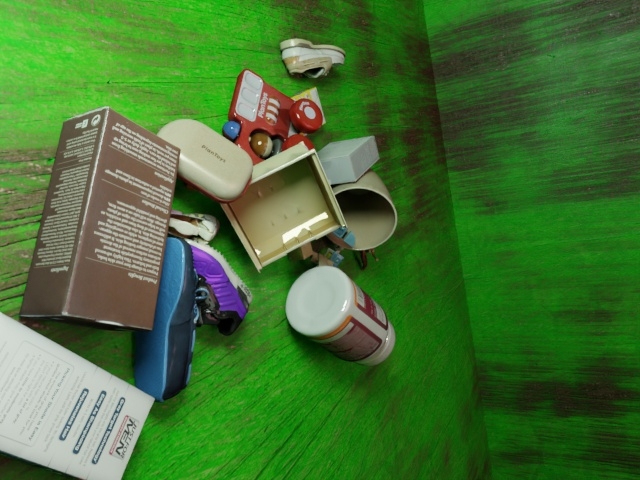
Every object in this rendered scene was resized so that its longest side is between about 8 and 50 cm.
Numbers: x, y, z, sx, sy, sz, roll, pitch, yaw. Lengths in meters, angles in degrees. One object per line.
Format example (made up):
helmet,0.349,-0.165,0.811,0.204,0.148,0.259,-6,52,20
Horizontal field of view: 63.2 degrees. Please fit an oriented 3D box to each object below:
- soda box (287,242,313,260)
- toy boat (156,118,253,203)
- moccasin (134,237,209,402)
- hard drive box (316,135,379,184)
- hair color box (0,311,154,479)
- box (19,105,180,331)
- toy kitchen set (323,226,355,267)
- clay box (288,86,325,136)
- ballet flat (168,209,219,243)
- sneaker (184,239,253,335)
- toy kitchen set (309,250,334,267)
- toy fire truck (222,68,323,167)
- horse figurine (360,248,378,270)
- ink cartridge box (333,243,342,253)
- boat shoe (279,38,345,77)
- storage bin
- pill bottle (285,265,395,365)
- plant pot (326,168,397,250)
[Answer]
soda box,-0.079,-0.031,1.598,0.061,0.058,0.181,-31,111,-57
toy boat,-0.281,-0.167,1.200,0.231,0.151,0.150,33,52,-15
moccasin,-0.323,0.163,1.111,0.117,0.138,0.341,8,92,-63
hard drive box,0.073,-0.272,1.774,0.232,0.181,0.089,-45,125,-52
hair color box,-0.456,0.275,0.860,0.347,0.105,0.173,52,44,-42
box,-0.399,-0.030,0.978,0.191,0.143,0.381,30,58,-55
toy kitchen set,0.000,0.000,1.670,0.207,0.122,0.166,35,96,-19
clay box,-0.062,-0.411,1.689,0.222,0.053,0.127,-45,124,-54
ballet flat,-0.298,-0.028,1.199,0.222,0.079,0.076,15,98,-58
sneaker,-0.265,0.123,1.211,0.293,0.102,0.146,54,43,-40
toy kitchen set,-0.009,0.094,1.647,0.083,0.075,0.068,29,29,-19
toy fire truck,-0.150,-0.303,1.453,0.254,0.169,0.302,25,61,-29
horse figurine,0.180,-0.021,2.029,0.174,0.066,0.263,43,47,-56
ink cartridge box,0.068,0.005,1.868,0.048,0.028,0.083,-51,128,-50
boat shoe,-0.021,-0.599,1.748,0.302,0.113,0.103,-15,99,-49
storage bin,-0.100,-0.082,1.359,0.260,0.262,0.123,65,-5,-29
pill bottle,0.080,0.256,1.657,0.392,0.224,0.223,44,49,-48
plant pot,0.133,-0.149,1.831,0.274,0.257,0.256,-84,152,-53
